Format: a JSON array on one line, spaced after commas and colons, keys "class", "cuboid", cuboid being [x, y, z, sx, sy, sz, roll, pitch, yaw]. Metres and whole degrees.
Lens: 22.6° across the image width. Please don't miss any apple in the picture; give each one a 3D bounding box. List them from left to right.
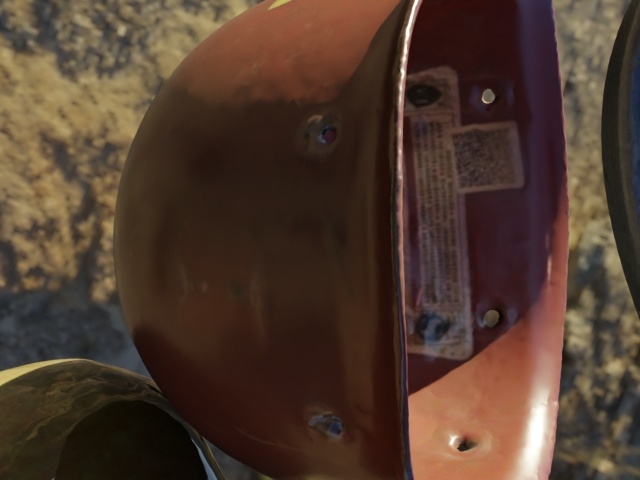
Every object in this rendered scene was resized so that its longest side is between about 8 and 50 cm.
[{"class": "apple", "cuboid": [-0.159, 0.200, 0.970, 0.234, 0.257, 0.257, -30, 142, -17]}]

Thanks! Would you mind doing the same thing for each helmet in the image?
[{"class": "helmet", "cuboid": [0.000, 0.000, 0.891, 0.385, 0.230, 0.338, -29, 118, -65]}]

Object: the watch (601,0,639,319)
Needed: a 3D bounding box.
[{"class": "watch", "cuboid": [0.178, -0.030, 0.504, 0.193, 0.206, 0.068, -25, 179, 2]}]
